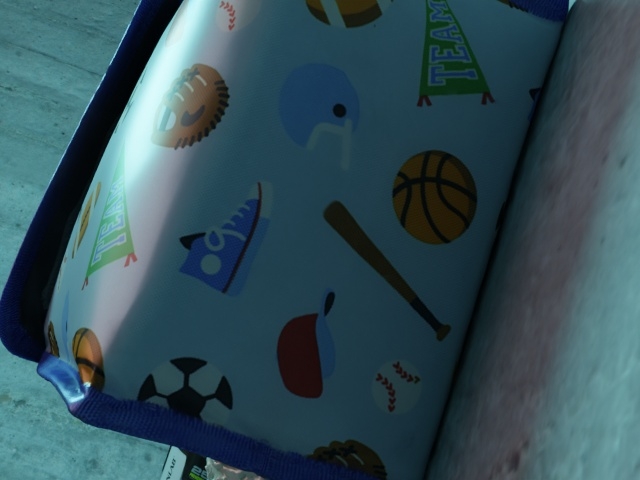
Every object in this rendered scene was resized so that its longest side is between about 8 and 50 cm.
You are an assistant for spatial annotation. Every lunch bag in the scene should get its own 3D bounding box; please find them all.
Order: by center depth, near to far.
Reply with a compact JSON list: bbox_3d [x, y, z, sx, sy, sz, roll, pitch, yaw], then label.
[{"bbox_3d":[-0.062,-0.026,0.615,0.385,0.239,0.328,-3,64,69],"label":"lunch bag"}]

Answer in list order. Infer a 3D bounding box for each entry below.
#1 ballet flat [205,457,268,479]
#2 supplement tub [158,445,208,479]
[{"bbox_3d":[-0.033,0.106,0.799,0.409,0.147,0.147,-71,1,-46],"label":"ballet flat"},{"bbox_3d":[-0.118,0.279,1.329,0.193,0.193,0.316,-83,11,-84],"label":"supplement tub"}]
